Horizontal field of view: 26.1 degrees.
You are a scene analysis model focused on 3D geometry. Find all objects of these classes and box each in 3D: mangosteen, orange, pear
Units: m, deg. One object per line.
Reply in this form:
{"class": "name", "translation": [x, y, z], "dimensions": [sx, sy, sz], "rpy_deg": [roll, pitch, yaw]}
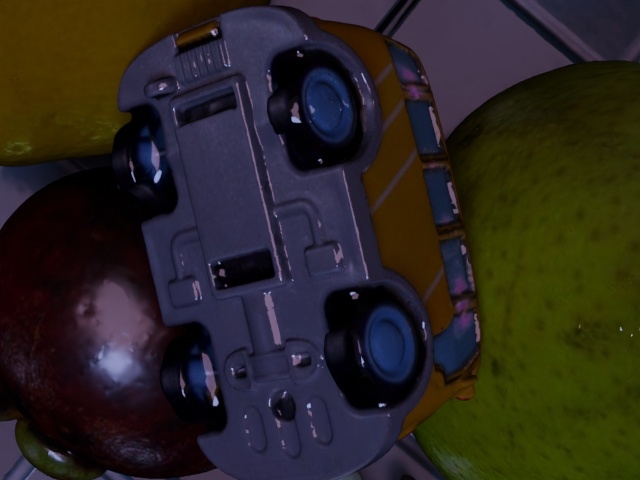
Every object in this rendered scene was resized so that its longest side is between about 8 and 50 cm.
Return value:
{"class": "mangosteen", "translation": [-0.110, 0.056, 0.748], "dimensions": [0.200, 0.200, 0.200], "rpy_deg": [0, 87, -2]}
{"class": "orange", "translation": [-0.153, -0.176, 0.713], "dimensions": [0.279, 0.235, 0.279], "rpy_deg": [1, 85, -6]}
{"class": "pear", "translation": [0.117, 0.041, 0.710], "dimensions": [0.139, 0.239, 0.288], "rpy_deg": [2, 90, -11]}

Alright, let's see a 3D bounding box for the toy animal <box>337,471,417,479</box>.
{"class": "toy animal", "translation": [-0.051, 0.207, 0.749], "dimensions": [0.255, 0.170, 0.090], "rpy_deg": [-37, 48, 1]}

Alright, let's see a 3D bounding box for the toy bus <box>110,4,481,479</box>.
{"class": "toy bus", "translation": [0.000, 0.000, 0.646], "dimensions": [0.126, 0.136, 0.209], "rpy_deg": [-14, 87, 39]}
